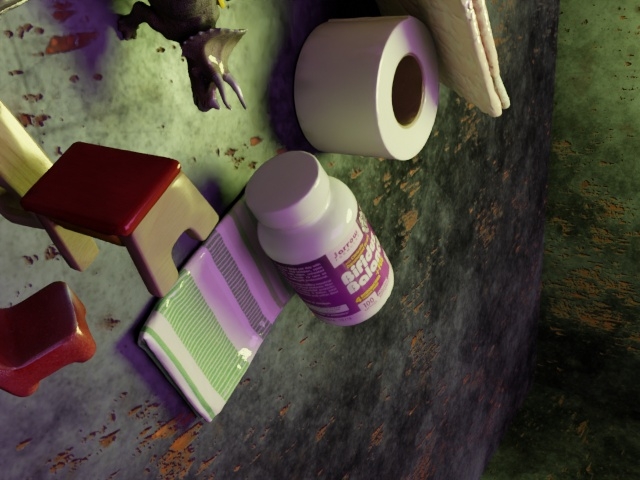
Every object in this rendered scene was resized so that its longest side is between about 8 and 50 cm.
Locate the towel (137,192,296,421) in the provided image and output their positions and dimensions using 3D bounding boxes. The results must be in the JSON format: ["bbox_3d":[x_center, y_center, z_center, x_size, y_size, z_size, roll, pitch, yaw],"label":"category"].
[{"bbox_3d":[-0.142,0.100,1.011,0.325,0.038,0.247,-55,139,-32],"label":"towel"}]

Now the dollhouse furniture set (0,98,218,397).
[{"bbox_3d":[-0.294,-0.020,0.444,0.201,0.374,0.152,-61,147,-28],"label":"dollhouse furniture set"}]

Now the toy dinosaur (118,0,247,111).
[{"bbox_3d":[-0.177,-0.304,0.713,0.121,0.160,0.313,-59,150,-30],"label":"toy dinosaur"}]

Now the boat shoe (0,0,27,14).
[{"bbox_3d":[-0.345,-0.213,0.601,0.152,0.056,0.049,-39,136,-32],"label":"boat shoe"}]

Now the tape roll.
[{"bbox_3d":[0.089,-0.273,1.127,0.246,0.169,0.246,-21,116,-52],"label":"tape roll"}]

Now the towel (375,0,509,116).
[{"bbox_3d":[0.202,-0.406,1.137,0.053,0.332,0.317,-40,141,-1],"label":"towel"}]

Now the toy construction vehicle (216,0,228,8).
[{"bbox_3d":[-0.161,-0.351,0.857,0.098,0.035,0.086,-62,154,-20],"label":"toy construction vehicle"}]

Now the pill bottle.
[{"bbox_3d":[0.000,0.000,1.020,0.169,0.169,0.301,-62,142,-24],"label":"pill bottle"}]
